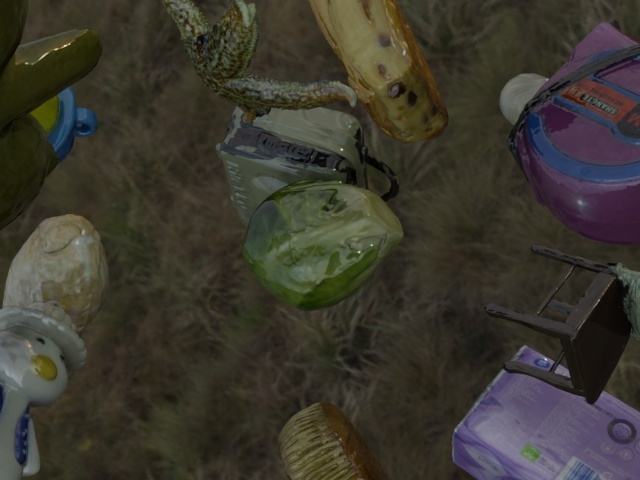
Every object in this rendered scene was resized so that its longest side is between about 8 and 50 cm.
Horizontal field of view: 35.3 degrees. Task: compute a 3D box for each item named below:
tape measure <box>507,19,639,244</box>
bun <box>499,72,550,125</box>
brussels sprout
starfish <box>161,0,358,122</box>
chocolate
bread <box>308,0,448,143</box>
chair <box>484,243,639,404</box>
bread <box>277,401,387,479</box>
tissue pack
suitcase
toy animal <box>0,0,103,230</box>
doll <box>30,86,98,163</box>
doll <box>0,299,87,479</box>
[{"bbox_3d":[0.353,-0.118,1.152,0.245,0.149,0.231,-42,50,-9],"label":"tape measure"},{"bbox_3d":[0.427,-0.281,1.974,0.094,0.138,0.138,114,158,-47],"label":"bun"},{"bbox_3d":[0.000,0.000,1.694,0.271,0.210,0.219,-23,16,29],"label":"brussels sprout"},{"bbox_3d":[-0.073,-0.143,0.725,0.053,0.176,0.208,-50,20,-14],"label":"starfish"},{"bbox_3d":[-0.360,0.100,1.329,0.134,0.134,0.309,-108,36,-48],"label":"chocolate"},{"bbox_3d":[0.062,-0.237,1.217,0.099,0.210,0.235,-25,70,12],"label":"bread"},{"bbox_3d":[0.423,0.128,1.443,0.319,0.160,0.186,15,51,39],"label":"chair"},{"bbox_3d":[0.026,0.414,1.829,0.142,0.227,0.253,-33,11,-3],"label":"bread"},{"bbox_3d":[0.430,0.377,1.795,0.338,0.160,0.242,32,61,29],"label":"tissue pack"},{"bbox_3d":[-0.018,-0.111,1.960,0.339,0.351,0.194,17,64,14],"label":"suitcase"},{"bbox_3d":[-0.249,-0.149,0.666,0.180,0.181,0.363,-68,4,-53],"label":"toy animal"},{"bbox_3d":[-0.379,-0.141,0.899,0.199,0.363,0.145,142,134,-59],"label":"doll"},{"bbox_3d":[-0.348,0.183,1.113,0.119,0.138,0.293,-26,33,40],"label":"doll"}]
